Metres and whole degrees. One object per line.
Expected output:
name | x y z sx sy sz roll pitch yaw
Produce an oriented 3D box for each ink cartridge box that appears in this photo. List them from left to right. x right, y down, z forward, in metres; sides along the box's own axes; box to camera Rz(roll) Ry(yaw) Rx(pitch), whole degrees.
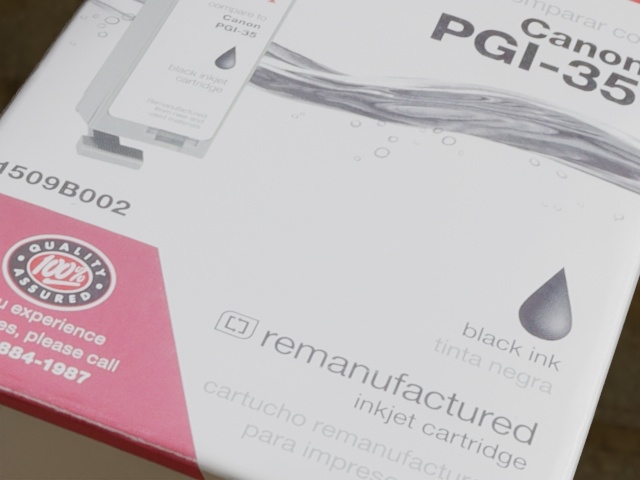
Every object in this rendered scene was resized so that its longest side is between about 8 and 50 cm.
ink cartridge box | 0.000 0.000 0.632 0.207 0.283 0.117 19 -42 8
